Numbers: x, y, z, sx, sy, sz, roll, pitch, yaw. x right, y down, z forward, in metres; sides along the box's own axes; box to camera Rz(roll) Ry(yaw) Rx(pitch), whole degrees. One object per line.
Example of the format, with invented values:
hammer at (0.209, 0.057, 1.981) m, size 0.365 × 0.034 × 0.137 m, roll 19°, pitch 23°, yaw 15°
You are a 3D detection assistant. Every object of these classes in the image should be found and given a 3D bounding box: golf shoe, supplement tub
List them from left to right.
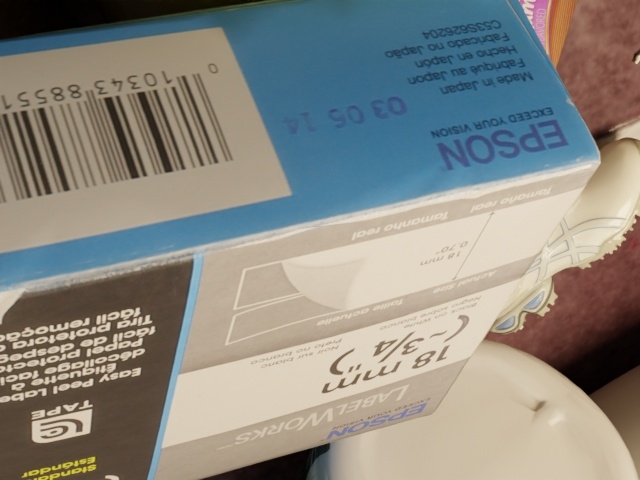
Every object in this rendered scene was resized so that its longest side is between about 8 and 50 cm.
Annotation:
supplement tub at (0.068, 0.237, 0.822) m, size 0.207 × 0.207 × 0.338 m, roll -8°, pitch 143°, yaw -19°
golf shoe at (0.159, -0.013, 0.845) m, size 0.086 × 0.069 × 0.176 m, roll 34°, pitch 104°, yaw -31°

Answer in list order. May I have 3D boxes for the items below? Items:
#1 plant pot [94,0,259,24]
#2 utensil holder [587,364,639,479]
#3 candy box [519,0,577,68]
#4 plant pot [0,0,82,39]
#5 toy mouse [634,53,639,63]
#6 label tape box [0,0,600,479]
plant pot at (-0.018, -0.162, 0.561) m, size 0.254 × 0.254 × 0.239 m, roll -18°, pitch 142°, yaw -12°
utensil holder at (0.388, 0.202, 0.930) m, size 0.385 × 0.327 × 0.327 m, roll -28°, pitch 129°, yaw -1°
candy box at (0.101, -0.157, 0.726) m, size 0.109 × 0.053 × 0.186 m, roll 0°, pitch 121°, yaw -24°
plant pot at (-0.177, -0.042, 0.603) m, size 0.215 × 0.215 × 0.230 m, roll -45°, pitch 141°, yaw 10°
toy mouse at (0.299, -0.192, 0.802) m, size 0.143 × 0.031 × 0.161 m, roll -6°, pitch 125°, yaw -20°
label tape box at (-0.053, 0.042, 0.539) m, size 0.241 × 0.106 × 0.333 m, roll -13°, pitch 152°, yaw -20°
